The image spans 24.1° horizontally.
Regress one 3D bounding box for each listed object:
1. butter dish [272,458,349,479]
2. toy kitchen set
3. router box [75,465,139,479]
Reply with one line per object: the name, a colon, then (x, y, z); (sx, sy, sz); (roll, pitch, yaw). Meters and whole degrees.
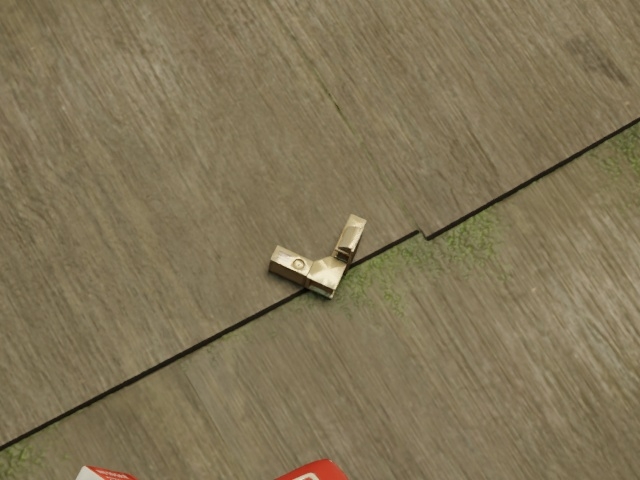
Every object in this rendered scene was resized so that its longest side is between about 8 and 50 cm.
butter dish: (-0.022, 0.304, 1.390); (0.159, 0.118, 0.160); (-23, 32, -14)
toy kitchen set: (0.000, 0.000, 1.528); (0.075, 0.068, 0.083); (24, 68, 3)
router box: (-0.148, 0.406, 1.231); (0.301, 0.082, 0.335); (28, 89, 27)
